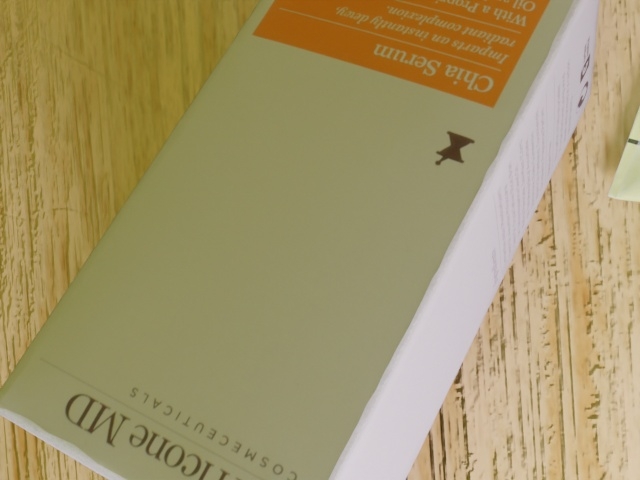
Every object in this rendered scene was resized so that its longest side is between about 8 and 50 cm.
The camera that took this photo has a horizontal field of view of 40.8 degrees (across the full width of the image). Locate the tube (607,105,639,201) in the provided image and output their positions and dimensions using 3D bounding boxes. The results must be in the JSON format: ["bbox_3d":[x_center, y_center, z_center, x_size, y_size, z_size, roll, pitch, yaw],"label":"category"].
[{"bbox_3d":[0.345,-0.043,0.636,0.240,0.062,0.070,21,58,28],"label":"tube"}]

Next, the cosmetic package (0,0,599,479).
[{"bbox_3d":[0.010,-0.012,0.623,0.230,0.161,0.453,21,71,23],"label":"cosmetic package"}]
